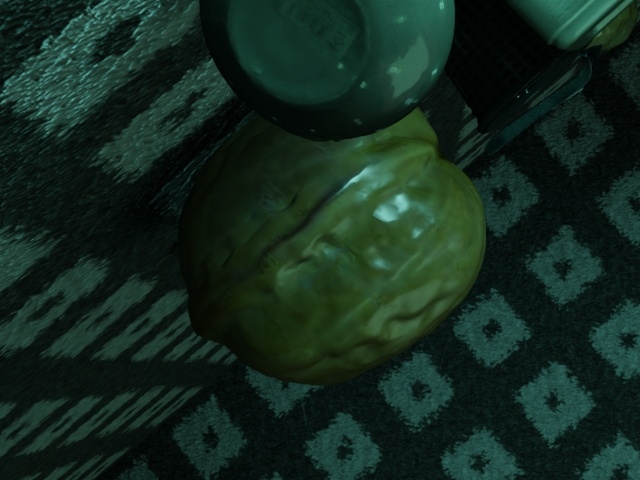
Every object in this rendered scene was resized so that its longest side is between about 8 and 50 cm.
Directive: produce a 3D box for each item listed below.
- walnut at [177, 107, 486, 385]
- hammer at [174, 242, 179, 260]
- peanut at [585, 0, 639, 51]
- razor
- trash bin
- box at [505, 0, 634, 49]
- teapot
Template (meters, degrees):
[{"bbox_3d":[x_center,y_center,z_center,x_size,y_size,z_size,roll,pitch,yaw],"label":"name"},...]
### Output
[{"bbox_3d":[0.000,0.000,1.348,0.344,0.306,0.306,-33,173,4],"label":"walnut"},{"bbox_3d":[-0.142,0.011,1.689,0.159,0.041,0.226,-44,173,12],"label":"hammer"},{"bbox_3d":[0.401,-0.346,1.867,0.149,0.149,0.313,-43,179,22],"label":"peanut"},{"bbox_3d":[0.271,-0.163,1.505,0.190,0.033,0.066,-43,173,32],"label":"razor"},{"bbox_3d":[0.204,-0.238,1.461,0.175,0.161,0.175,-42,174,-6],"label":"trash bin"},{"bbox_3d":[0.276,-0.333,1.188,0.312,0.182,0.175,-42,172,19],"label":"box"},{"bbox_3d":[0.028,-0.189,0.920,0.183,0.183,0.251,-45,-176,33],"label":"teapot"}]
